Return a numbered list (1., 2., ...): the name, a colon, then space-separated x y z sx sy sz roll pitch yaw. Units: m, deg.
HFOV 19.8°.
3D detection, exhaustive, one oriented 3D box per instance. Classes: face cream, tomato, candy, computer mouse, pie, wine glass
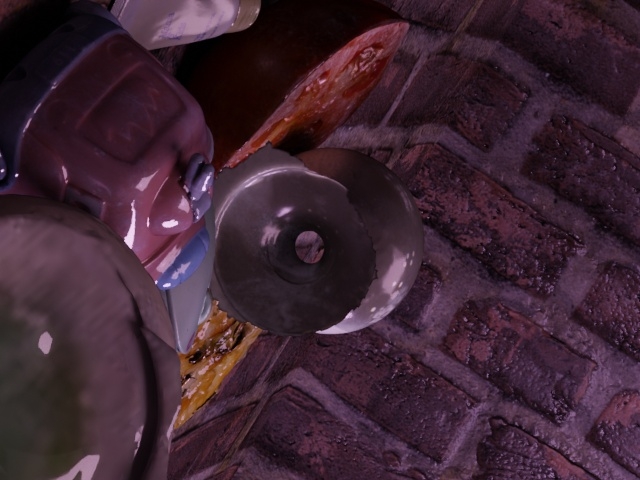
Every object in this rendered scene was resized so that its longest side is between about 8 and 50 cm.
1. face cream: -0.151 -0.244 1.919 0.224 0.070 0.114 -19 141 -58
2. tomato: -0.053 -0.194 2.181 0.338 0.144 0.338 -43 172 -7
3. candy: -0.315 0.156 1.590 0.427 0.386 0.186 -48 -161 -10
4. computer mouse: -0.159 -0.025 1.957 0.097 0.288 0.159 -16 -179 1
5. pie: -0.179 0.145 2.470 0.339 0.077 0.339 -45 154 -28
6. wine glass: 0.000 0.000 2.158 0.238 0.238 0.323 -58 171 8

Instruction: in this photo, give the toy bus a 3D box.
1. toy bus: -0.206 -0.061 1.733 0.197 0.232 0.294 -50 167 -31
